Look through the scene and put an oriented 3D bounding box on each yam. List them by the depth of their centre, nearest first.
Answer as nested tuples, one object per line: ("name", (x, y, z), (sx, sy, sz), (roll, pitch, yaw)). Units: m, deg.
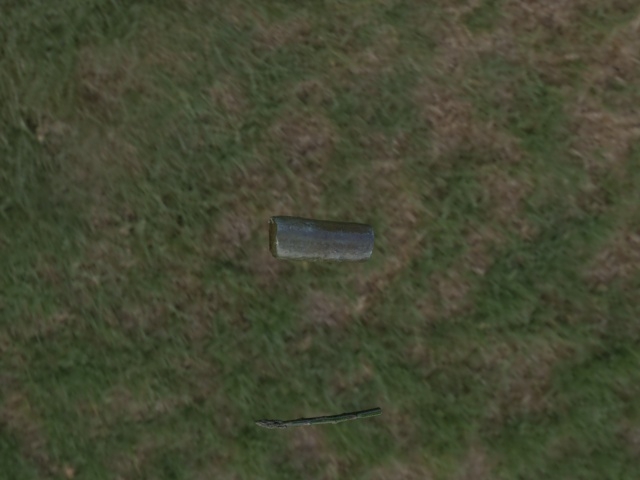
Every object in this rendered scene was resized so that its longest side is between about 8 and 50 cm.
("yam", (0.000, 0.000, 1.584), (0.132, 0.054, 0.054), (3, 112, -22))

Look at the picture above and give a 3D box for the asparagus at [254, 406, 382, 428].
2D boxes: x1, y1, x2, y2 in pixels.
("asparagus", (-0.002, 0.226, 1.659), (0.162, 0.016, 0.016), (-5, 143, -10))
